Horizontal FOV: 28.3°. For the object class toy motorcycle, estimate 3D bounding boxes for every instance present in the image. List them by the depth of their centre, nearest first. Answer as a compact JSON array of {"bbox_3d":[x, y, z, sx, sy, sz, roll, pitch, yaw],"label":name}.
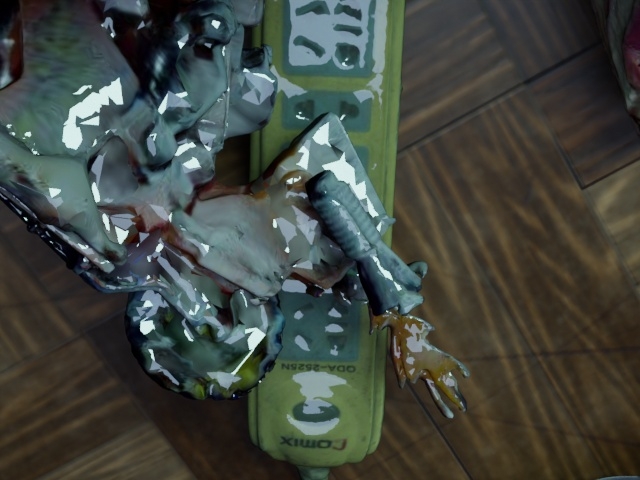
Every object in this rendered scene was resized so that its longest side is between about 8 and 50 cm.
[{"bbox_3d":[-0.047,-0.028,0.673,0.207,0.134,0.401,-46,101,-10],"label":"toy motorcycle"}]

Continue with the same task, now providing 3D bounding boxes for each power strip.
[{"bbox_3d":[0.000,0.000,0.792,0.092,0.066,0.387,1,115,0],"label":"power strip"}]

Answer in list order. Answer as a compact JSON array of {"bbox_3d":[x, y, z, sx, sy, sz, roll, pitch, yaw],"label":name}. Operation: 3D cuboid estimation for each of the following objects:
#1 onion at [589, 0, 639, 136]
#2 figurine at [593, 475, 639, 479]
[{"bbox_3d":[0.255,-0.194,0.655,0.280,0.146,0.314,-28,152,-2],"label":"onion"},{"bbox_3d":[0.220,0.227,0.884,0.222,0.145,0.145,8,115,-18],"label":"figurine"}]
